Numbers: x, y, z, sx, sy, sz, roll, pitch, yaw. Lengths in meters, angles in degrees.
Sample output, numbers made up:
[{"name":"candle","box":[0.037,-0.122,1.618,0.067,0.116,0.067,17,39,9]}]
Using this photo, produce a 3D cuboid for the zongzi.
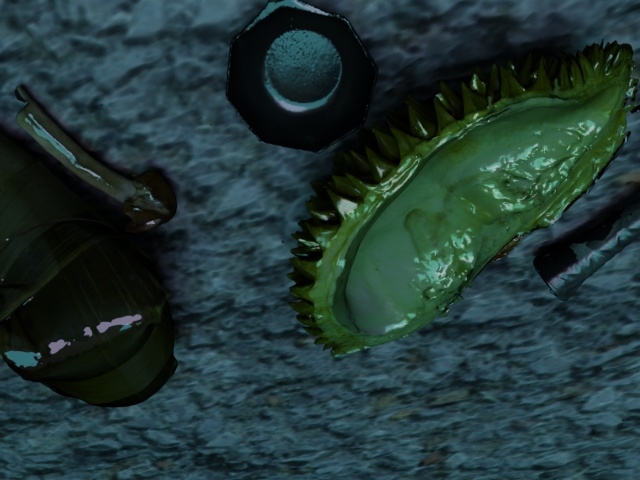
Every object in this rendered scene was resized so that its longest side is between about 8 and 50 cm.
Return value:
[{"name":"zongzi","box":[-0.282,0.024,0.646,0.154,0.318,0.289,-31,164,-21]}]

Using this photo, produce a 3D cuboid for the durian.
[{"name":"durian","box":[0.103,-0.025,0.529,0.394,0.163,0.198,-41,97,22]}]

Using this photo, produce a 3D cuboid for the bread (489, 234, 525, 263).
[{"name":"bread","box":[0.158,-0.050,0.608,0.126,0.044,0.129,25,124,-3]}]

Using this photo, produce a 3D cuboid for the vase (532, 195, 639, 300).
[{"name":"vase","box":[0.309,-0.006,0.632,0.059,0.059,0.167,33,121,-22]}]

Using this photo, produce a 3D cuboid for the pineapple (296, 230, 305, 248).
[{"name":"pineapple","box":[0.000,0.000,0.663,0.045,0.019,0.083,32,124,-25]}]

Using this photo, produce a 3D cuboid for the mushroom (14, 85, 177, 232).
[{"name":"mushroom","box":[-0.224,-0.074,0.585,0.187,0.061,0.060,37,116,-19]}]

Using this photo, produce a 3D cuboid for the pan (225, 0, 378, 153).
[{"name":"pan","box":[-0.010,-0.175,0.509,0.128,0.048,0.202,9,129,-8]}]
